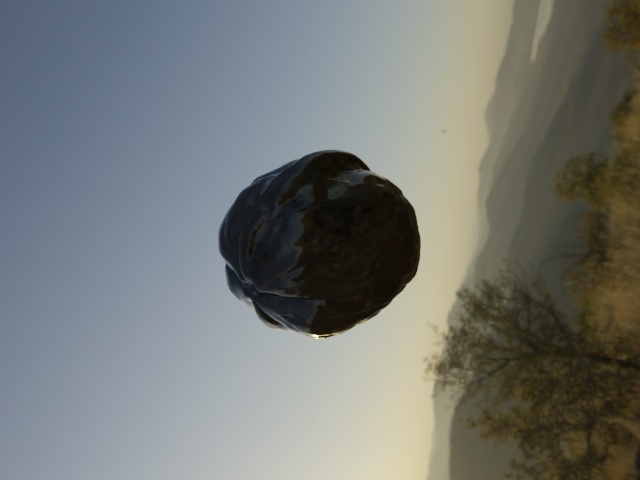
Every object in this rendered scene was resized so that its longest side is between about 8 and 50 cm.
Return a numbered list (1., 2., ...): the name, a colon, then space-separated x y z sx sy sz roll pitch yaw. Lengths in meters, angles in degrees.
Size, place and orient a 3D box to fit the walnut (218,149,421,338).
1. walnut: 0.000 0.000 0.838 0.224 0.224 0.224 9 -90 -79
